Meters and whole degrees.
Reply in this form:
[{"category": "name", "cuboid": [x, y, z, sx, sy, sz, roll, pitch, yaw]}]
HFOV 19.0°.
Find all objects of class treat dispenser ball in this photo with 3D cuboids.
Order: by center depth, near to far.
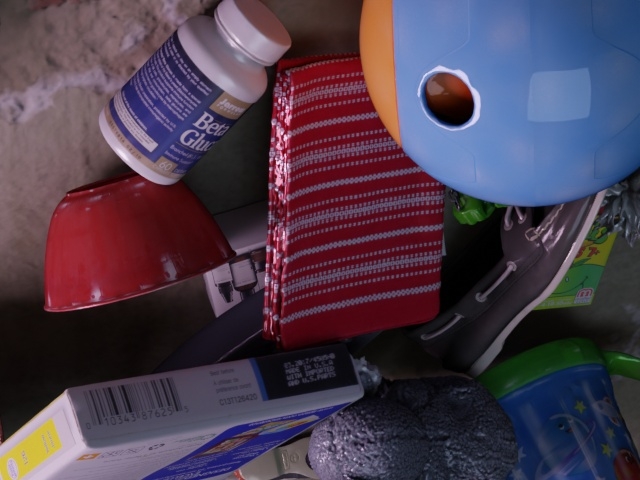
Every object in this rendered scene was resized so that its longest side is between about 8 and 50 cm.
[{"category": "treat dispenser ball", "cuboid": [0.176, -0.172, 1.618, 0.288, 0.288, 0.288, -12, 136, -12]}]

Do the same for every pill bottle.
[{"category": "pill bottle", "cuboid": [-0.106, -0.136, 1.671, 0.094, 0.094, 0.169, 27, 117, -40]}]

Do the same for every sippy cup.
[{"category": "sippy cup", "cuboid": [0.250, 0.259, 2.073, 0.305, 0.224, 0.240, -36, 156, 19]}]

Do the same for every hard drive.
[{"category": "hard drive", "cuboid": [-0.070, 0.123, 1.917, 0.172, 0.054, 0.255, 5, 146, -45]}]

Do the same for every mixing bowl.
[{"category": "mixing bowl", "cuboid": [-0.176, -0.008, 1.738, 0.181, 0.181, 0.098, -17, 97, -8]}]

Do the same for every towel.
[{"category": "towel", "cuboid": [0.039, -0.040, 1.775, 0.199, 0.031, 0.274, -9, 111, -32]}]

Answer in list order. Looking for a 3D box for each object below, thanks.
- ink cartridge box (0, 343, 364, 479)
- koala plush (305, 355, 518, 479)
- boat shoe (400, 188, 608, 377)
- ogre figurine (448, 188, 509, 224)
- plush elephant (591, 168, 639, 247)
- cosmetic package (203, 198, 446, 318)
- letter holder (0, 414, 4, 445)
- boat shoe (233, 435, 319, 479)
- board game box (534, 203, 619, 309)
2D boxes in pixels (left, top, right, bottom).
[{"category": "ink cartridge box", "cuboid": [-0.163, 0.192, 1.803, 0.304, 0.072, 0.307, -9, 164, -37]}, {"category": "koala plush", "cuboid": [0.068, 0.206, 1.916, 0.203, 0.196, 0.221, -13, 164, 30]}, {"category": "boat shoe", "cuboid": [0.181, 0.018, 1.911, 0.096, 0.112, 0.335, 24, 135, -7]}, {"category": "ogre figurine", "cuboid": [0.199, -0.104, 1.819, 0.097, 0.118, 0.197, 22, 119, -33]}, {"category": "plush elephant", "cuboid": [0.438, -0.064, 1.827, 0.330, 0.255, 0.272, -42, 134, 3]}, {"category": "cosmetic package", "cuboid": [0.000, 0.000, 1.876, 0.239, 0.060, 0.099, -17, 138, -6]}, {"category": "letter holder", "cuboid": [-0.423, 0.220, 1.845, 0.214, 0.152, 0.301, -7, 134, -20]}, {"category": "boat shoe", "cuboid": [-0.032, 0.243, 2.115, 0.137, 0.049, 0.043, -7, 177, -21]}, {"category": "board game box", "cuboid": [0.257, -0.008, 1.993, 0.092, 0.043, 0.181, -4, 134, -20]}]
